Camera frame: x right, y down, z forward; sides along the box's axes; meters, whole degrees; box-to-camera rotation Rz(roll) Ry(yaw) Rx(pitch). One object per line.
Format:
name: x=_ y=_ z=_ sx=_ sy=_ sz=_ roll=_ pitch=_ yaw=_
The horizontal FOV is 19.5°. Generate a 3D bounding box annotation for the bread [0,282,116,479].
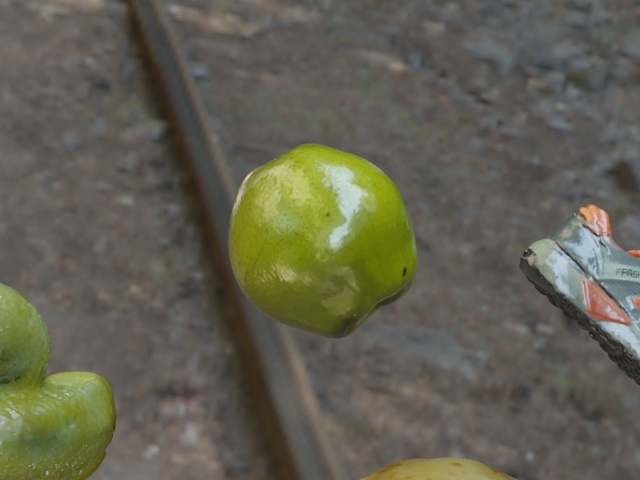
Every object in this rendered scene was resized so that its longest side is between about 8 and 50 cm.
bread: x=-0.206 y=0.101 z=1.288 sx=0.188 sy=0.149 sz=0.065 roll=12 pitch=-17 yaw=-41

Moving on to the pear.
pear: x=-0.001 y=0.001 z=1.876 sx=0.198 sy=0.198 sz=0.198 roll=9 pitch=23 yaw=-4

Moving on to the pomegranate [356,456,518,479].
pomegranate: x=0.078 y=0.246 z=1.129 sx=0.215 sy=0.215 sz=0.215 roll=9 pitch=23 yaw=-4

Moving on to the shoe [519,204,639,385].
shoe: x=0.240 y=0.053 z=1.410 sx=0.194 sy=0.077 sz=0.074 roll=42 pitch=-5 yaw=-12
